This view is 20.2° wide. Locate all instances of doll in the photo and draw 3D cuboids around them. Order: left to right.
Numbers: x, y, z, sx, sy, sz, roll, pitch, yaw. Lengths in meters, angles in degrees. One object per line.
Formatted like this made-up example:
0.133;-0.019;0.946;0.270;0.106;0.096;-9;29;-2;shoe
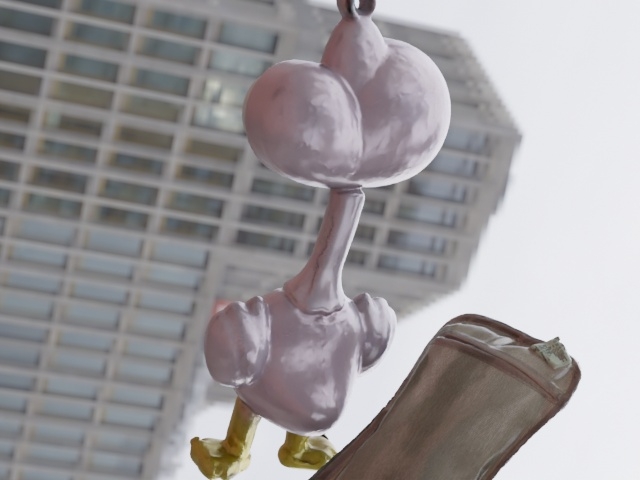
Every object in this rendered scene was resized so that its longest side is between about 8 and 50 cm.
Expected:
0.001;0.000;1.252;0.094;0.160;0.365;29;-65;52;doll

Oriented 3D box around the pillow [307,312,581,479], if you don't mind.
0.078;0.143;1.242;0.130;0.038;0.233;21;-121;37;pillow
